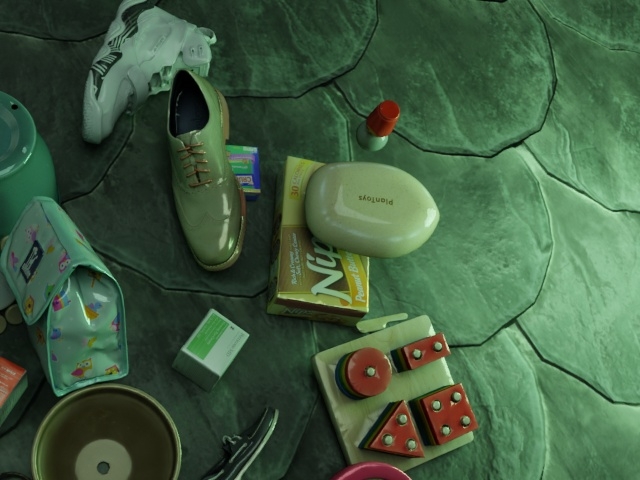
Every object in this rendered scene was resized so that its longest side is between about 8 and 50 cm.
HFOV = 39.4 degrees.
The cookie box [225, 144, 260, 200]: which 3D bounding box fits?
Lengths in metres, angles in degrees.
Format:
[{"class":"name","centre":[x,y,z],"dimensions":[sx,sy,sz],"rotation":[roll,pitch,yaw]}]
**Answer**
[{"class":"cookie box","centre":[-0.172,-0.137,1.813],"dimensions":[0.092,0.040,0.107],"rotation":[2,65,-17]}]

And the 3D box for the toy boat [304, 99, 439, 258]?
[{"class":"toy boat","centre":[0.103,-0.113,1.749],"dimensions":[0.268,0.148,0.318],"rotation":[12,68,-12]}]

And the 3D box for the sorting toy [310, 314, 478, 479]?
[{"class":"sorting toy","centre":[0.148,0.290,1.651],"dimensions":[0.256,0.089,0.257],"rotation":[-17,83,-24]}]

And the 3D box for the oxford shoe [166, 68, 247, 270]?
[{"class":"oxford shoe","centre":[-0.238,-0.137,1.703],"dimensions":[0.141,0.146,0.396],"rotation":[-16,72,9]}]

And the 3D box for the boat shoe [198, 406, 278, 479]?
[{"class":"boat shoe","centre":[-0.146,0.367,1.557],"dimensions":[0.065,0.075,0.206],"rotation":[36,64,-2]}]

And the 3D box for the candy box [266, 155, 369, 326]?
[{"class":"candy box","centre":[0.000,0.000,1.773],"dimensions":[0.183,0.087,0.316],"rotation":[10,62,-14]}]

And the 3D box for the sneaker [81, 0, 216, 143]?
[{"class":"sneaker","centre":[-0.340,-0.330,1.797],"dimensions":[0.210,0.137,0.365],"rotation":[16,58,-6]}]

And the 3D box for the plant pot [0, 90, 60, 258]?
[{"class":"plant pot","centre":[-0.590,-0.123,1.550],"dimensions":[0.272,0.255,0.271],"rotation":[7,64,-14]}]

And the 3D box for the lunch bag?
[{"class":"lunch bag","centre":[-0.418,0.082,1.460],"dimensions":[0.160,0.262,0.223],"rotation":[-17,40,-24]}]

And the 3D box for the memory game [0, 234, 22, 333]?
[{"class":"memory game","centre":[-0.564,0.074,1.531],"dimensions":[0.186,0.012,0.186],"rotation":[-13,113,-33]}]

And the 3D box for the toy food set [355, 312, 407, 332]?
[{"class":"toy food set","centre":[0.154,0.231,1.738],"dimensions":[0.132,0.038,0.192],"rotation":[-12,69,-22]}]

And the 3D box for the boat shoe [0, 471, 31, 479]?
[{"class":"boat shoe","centre":[-0.573,0.480,1.332],"dimensions":[0.132,0.130,0.355],"rotation":[38,60,3]}]

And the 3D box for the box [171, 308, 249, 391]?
[{"class":"box","centre":[-0.198,0.198,1.606],"dimensions":[0.087,0.102,0.101],"rotation":[35,59,-1]}]

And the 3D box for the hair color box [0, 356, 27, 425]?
[{"class":"hair color box","centre":[-0.548,0.283,1.458],"dimensions":[0.053,0.093,0.167],"rotation":[28,59,-2]}]

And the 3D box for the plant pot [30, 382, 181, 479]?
[{"class":"plant pot","centre":[-0.353,0.364,1.471],"dimensions":[0.237,0.109,0.237],"rotation":[7,64,-14]}]

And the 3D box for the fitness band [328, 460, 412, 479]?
[{"class":"fitness band","centre":[0.060,0.518,1.532],"dimensions":[0.209,0.054,0.291],"rotation":[41,75,0]}]
